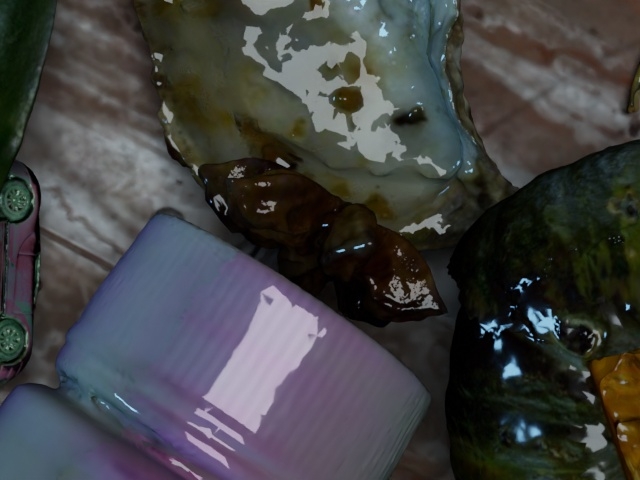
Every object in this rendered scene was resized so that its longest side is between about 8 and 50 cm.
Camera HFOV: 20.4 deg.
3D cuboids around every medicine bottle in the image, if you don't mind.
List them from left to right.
[{"bbox_3d":[-0.121,0.194,0.987,0.219,0.219,0.388,33,83,-4],"label":"medicine bottle"}]

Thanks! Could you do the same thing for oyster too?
[{"bbox_3d":[-0.003,-0.112,1.098,0.204,0.111,0.396,-29,91,9],"label":"oyster"}]

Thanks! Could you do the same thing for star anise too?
[{"bbox_3d":[0.000,0.000,1.007,0.168,0.168,0.057,34,72,-4],"label":"star anise"}]

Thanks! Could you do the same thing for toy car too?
[{"bbox_3d":[-0.197,0.021,1.072,0.055,0.069,0.142,6,84,-46],"label":"toy car"}]

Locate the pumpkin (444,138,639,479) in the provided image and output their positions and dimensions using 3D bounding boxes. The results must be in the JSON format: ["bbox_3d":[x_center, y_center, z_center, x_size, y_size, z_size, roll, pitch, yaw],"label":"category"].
[{"bbox_3d":[0.221,0.091,0.990,0.320,0.192,0.320,0,95,1],"label":"pumpkin"}]

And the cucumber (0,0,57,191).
[{"bbox_3d":[-0.252,-0.055,1.033,0.105,0.145,0.325,31,77,-36],"label":"cucumber"}]

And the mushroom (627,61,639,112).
[{"bbox_3d":[0.251,-0.215,1.167,0.026,0.028,0.286,31,81,-47],"label":"mushroom"}]
